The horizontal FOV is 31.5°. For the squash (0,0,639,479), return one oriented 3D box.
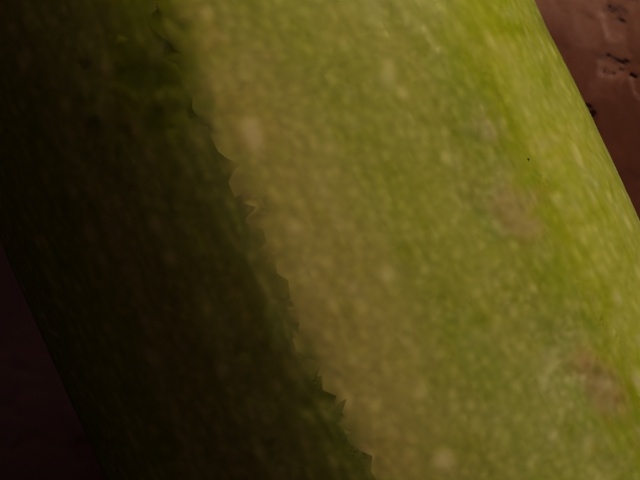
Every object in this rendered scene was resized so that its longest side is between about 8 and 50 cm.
[{"bbox_3d":[0.000,0.000,0.509,0.263,0.263,0.384,-25,92,-4],"label":"squash"}]
